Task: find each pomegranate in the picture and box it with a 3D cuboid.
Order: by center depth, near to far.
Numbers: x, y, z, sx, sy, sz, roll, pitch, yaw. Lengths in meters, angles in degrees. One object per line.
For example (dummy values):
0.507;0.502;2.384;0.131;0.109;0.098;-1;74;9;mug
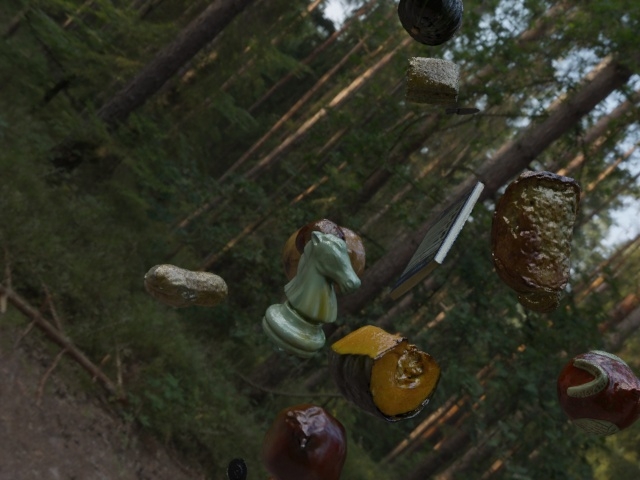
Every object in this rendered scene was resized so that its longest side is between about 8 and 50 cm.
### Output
0.012;0.074;2.406;0.322;0.322;0.322;45;1;-1;pomegranate

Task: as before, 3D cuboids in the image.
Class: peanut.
-0.311;0.111;1.481;0.214;0.100;0.099;12;26;-47;peanut

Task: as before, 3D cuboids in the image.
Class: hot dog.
0.446;-0.009;1.316;0.175;0.259;0.114;13;-6;-12;hot dog

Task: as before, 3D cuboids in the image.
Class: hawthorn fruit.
-0.032;0.473;1.440;0.208;0.208;0.248;45;-21;19;hawthorn fruit

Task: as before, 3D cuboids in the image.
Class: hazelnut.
0.000;0.000;1.915;0.143;0.154;0.143;170;-90;-87;hazelnut

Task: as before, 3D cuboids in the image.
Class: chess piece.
-0.011;0.130;1.582;0.175;0.298;0.176;27;14;-8;chess piece

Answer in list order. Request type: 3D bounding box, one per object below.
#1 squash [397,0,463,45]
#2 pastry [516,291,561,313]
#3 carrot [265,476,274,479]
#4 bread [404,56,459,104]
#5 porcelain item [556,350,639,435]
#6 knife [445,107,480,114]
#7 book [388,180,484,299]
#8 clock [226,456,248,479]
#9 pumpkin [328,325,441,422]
0.345;-0.715;1.983;0.218;0.172;0.218;47;3;-3;squash
0.525;0.124;1.519;0.109;0.097;0.057;43;13;23;pastry
-0.071;0.621;1.676;0.059;0.248;0.059;46;17;-19;carrot
0.396;-0.560;2.225;0.196;0.138;0.102;8;-20;4;bread
0.810;0.426;1.786;0.253;0.253;0.253;45;1;-1;porcelain item
0.439;-0.401;1.961;0.010;0.023;0.170;-2;10;-25;knife
0.402;0.000;2.188;0.039;0.428;0.300;39;-37;-2;book
-0.246;0.689;1.880;0.010;0.074;0.083;40;14;-51;clock
0.186;0.399;1.893;0.303;0.256;0.225;44;-13;-29;pumpkin
